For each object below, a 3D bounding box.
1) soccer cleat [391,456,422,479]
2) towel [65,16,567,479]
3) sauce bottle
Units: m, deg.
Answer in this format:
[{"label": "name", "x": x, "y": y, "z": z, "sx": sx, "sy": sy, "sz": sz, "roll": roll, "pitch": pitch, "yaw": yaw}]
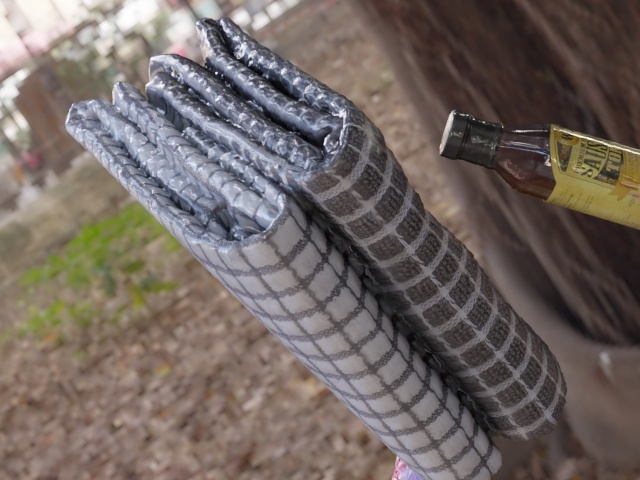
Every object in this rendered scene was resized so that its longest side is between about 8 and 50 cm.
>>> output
[{"label": "soccer cleat", "x": 0.102, "y": 0.212, "z": 1.574, "sx": 0.095, "sy": 0.083, "sz": 0.248, "roll": -16, "pitch": 49, "yaw": 10}, {"label": "towel", "x": 0.000, "y": 0.000, "z": 0.967, "sx": 0.121, "sy": 0.235, "sz": 0.284, "roll": -45, "pitch": 33, "yaw": -4}, {"label": "sauce bottle", "x": 0.126, "y": -0.038, "z": 0.855, "sx": 0.042, "sy": 0.128, "sz": 0.042, "roll": -165, "pitch": 90, "yaw": -85}]
